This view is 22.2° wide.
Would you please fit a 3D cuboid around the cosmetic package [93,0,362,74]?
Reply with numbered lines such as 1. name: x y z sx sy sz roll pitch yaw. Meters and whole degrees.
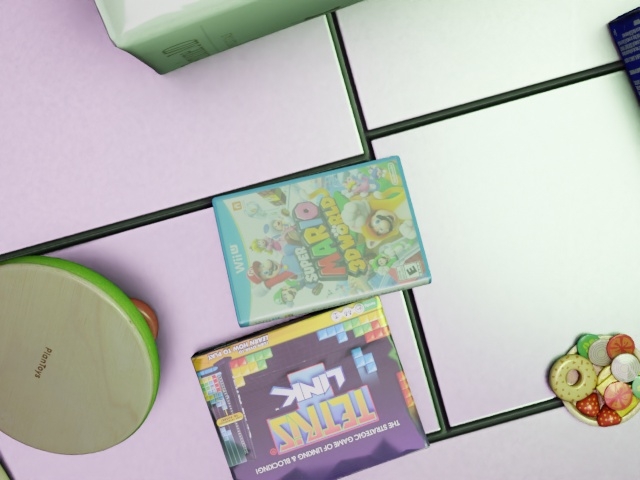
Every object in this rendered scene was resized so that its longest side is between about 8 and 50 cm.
1. cosmetic package: -0.010 -0.349 1.238 0.394 0.329 0.327 -19 93 0

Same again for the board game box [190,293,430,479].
1. board game box: -0.009 0.136 1.394 0.170 0.048 0.141 -20 91 0

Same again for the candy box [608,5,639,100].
1. candy box: 0.431 -0.095 1.358 0.268 0.122 0.317 -24 93 -1

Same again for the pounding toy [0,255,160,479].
1. pounding toy: -0.227 0.088 1.376 0.237 0.110 0.183 -31 105 29

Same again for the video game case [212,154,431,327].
1. video game case: 0.000 0.000 1.383 0.166 0.015 0.119 -13 69 0

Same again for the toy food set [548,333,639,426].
1. toy food set: 0.246 0.121 1.412 0.082 0.020 0.083 -41 92 0
